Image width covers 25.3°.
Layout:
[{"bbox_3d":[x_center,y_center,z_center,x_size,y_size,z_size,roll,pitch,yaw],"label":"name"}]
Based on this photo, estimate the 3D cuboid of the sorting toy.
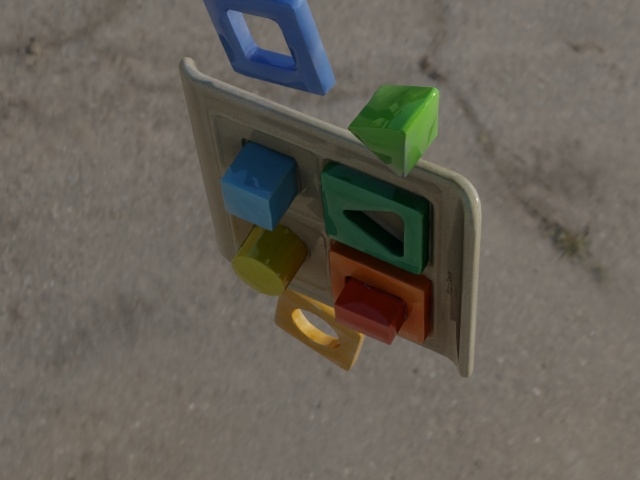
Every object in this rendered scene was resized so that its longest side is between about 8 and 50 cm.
[{"bbox_3d":[0.000,0.000,0.814,0.196,0.348,0.047,27,62,21],"label":"sorting toy"}]
